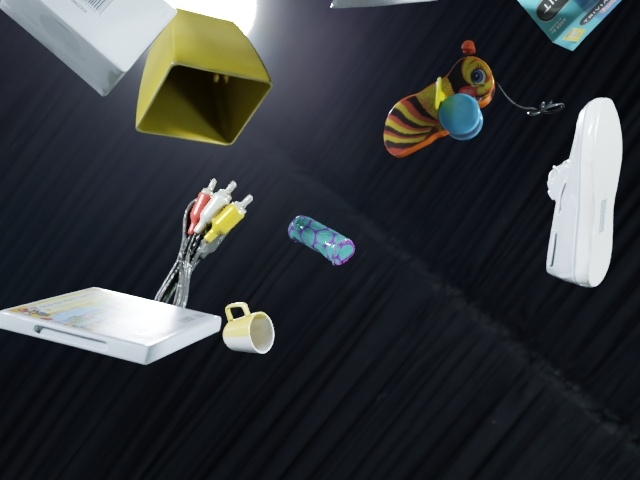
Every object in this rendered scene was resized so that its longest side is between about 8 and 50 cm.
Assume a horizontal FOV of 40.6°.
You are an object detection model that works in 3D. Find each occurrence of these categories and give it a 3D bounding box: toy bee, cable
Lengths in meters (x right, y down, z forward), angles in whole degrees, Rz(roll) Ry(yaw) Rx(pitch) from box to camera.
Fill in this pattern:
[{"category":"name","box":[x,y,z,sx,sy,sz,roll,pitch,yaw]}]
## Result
[{"category":"toy bee","box":[0.245,-0.258,1.524,0.195,0.298,0.162,132,-57,-81]},{"category":"cable","box":[-0.240,0.014,1.550,0.139,0.287,0.072,24,-18,37]}]

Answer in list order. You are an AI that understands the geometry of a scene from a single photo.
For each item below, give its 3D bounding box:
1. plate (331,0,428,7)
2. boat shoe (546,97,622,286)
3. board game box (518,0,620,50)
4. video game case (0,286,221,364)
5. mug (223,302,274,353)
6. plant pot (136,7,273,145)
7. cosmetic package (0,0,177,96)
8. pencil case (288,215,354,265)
[{"category":"plate","box":[0.194,-0.422,1.372,0.277,0.278,0.045,20,-53,56]},{"category":"boat shoe","box":[0.254,-0.048,0.853,0.063,0.184,0.066,11,21,41]},{"category":"board game box","box":[0.419,-0.544,1.511,0.079,0.254,0.336,3,48,-47]},{"category":"video game case","box":[-0.267,0.107,1.134,0.206,0.026,0.227,12,8,14]},{"category":"mug","box":[-0.115,0.136,1.326,0.064,0.078,0.062,-10,-11,34]},{"category":"plant pot","box":[-0.246,-0.340,1.736,0.212,0.212,0.187,6,57,-31]},{"category":"cosmetic package","box":[-0.374,-0.368,1.372,0.224,0.138,0.224,41,-16,-17]},{"category":"pencil case","box":[0.000,0.000,1.898,0.151,0.064,0.070,30,-43,37]}]
